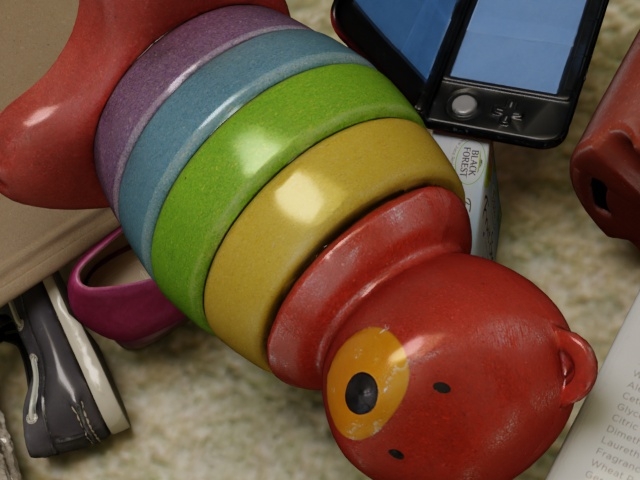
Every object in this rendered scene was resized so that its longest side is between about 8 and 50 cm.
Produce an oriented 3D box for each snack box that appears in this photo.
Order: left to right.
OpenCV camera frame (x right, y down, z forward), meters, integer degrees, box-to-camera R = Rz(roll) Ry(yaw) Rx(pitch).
[{"bbox_3d":[0.075,0.020,0.692,0.037,0.100,0.141,5,63,13],"label":"snack box"}]

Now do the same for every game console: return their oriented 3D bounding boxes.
[{"bbox_3d":[0.089,-0.137,0.671,0.124,0.085,0.144,13,62,19],"label":"game console"}]

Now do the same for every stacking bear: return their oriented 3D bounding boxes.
[{"bbox_3d":[0.000,0.000,0.580,0.289,0.164,0.175,47,114,27],"label":"stacking bear"}]

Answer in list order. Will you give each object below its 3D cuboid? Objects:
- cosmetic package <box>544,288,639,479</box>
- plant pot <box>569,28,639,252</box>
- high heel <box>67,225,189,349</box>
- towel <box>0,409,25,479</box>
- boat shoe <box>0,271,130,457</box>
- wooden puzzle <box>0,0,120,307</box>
[{"bbox_3d":[0.196,0.126,0.584,0.151,0.151,0.183,24,70,21],"label":"cosmetic package"},{"bbox_3d":[0.284,-0.092,0.637,0.272,0.272,0.265,30,79,23],"label":"plant pot"},{"bbox_3d":[-0.042,-0.027,0.723,0.244,0.117,0.082,-33,75,-7],"label":"high heel"},{"bbox_3d":[-0.235,0.200,0.672,0.187,0.049,0.282,-26,62,2],"label":"towel"},{"bbox_3d":[-0.186,0.039,0.746,0.065,0.075,0.206,-28,65,-9],"label":"boat shoe"},{"bbox_3d":[-0.190,-0.089,0.706,0.239,0.044,0.221,-37,102,-33],"label":"wooden puzzle"}]
